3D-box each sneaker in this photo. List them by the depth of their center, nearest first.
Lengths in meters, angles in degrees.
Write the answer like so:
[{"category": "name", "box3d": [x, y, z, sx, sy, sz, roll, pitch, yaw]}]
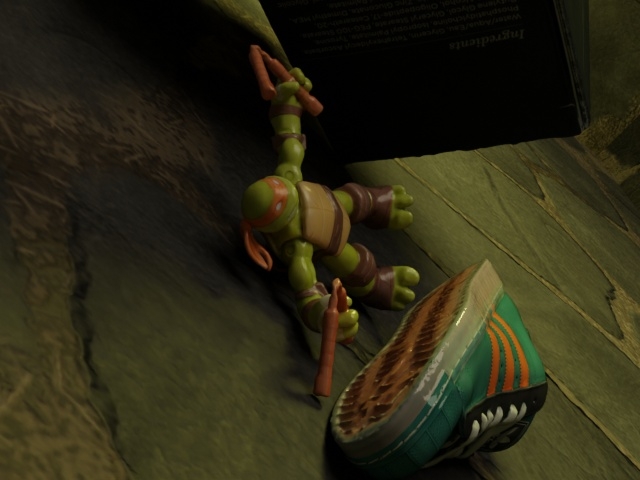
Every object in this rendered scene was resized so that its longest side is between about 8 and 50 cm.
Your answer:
[{"category": "sneaker", "box3d": [0.105, 0.107, 0.786, 0.121, 0.108, 0.302, 54, 25, -1]}]

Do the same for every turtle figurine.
[{"category": "turtle figurine", "box3d": [0.000, 0.000, 0.843, 0.217, 0.087, 0.269, 22, 50, -58]}]

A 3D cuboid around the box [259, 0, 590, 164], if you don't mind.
[{"category": "box", "box3d": [0.103, -0.419, 1.149, 0.471, 0.298, 0.479, 59, 31, -45]}]
